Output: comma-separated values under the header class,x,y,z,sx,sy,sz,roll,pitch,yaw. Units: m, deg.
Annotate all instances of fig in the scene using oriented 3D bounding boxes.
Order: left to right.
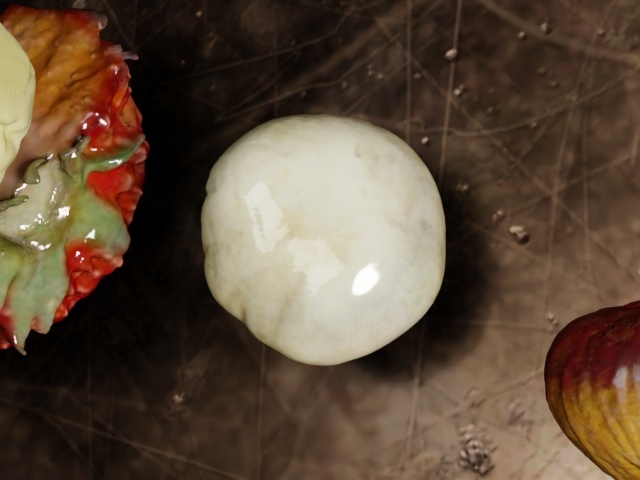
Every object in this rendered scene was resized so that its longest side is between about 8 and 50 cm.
class,x,y,z,sx,sy,sz,roll,pitch,yaw
fig,0.196,0.090,0.930,0.119,0.153,0.119,-38,20,17

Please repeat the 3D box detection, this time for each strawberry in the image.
class,x,y,z,sx,sy,sz,roll,pitch,yaw
strawberry,-0.245,-0.025,1.167,0.280,0.150,0.253,11,62,33

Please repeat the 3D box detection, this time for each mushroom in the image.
class,x,y,z,sx,sy,sz,roll,pitch,yaw
mushroom,0.000,0.000,1.041,0.154,0.122,0.154,3,70,-9

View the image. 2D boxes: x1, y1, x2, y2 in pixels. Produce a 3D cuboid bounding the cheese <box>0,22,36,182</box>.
class,x,y,z,sx,sy,sz,roll,pitch,yaw
cheese,-0.287,-0.071,1.057,0.226,0.117,0.214,18,70,40
